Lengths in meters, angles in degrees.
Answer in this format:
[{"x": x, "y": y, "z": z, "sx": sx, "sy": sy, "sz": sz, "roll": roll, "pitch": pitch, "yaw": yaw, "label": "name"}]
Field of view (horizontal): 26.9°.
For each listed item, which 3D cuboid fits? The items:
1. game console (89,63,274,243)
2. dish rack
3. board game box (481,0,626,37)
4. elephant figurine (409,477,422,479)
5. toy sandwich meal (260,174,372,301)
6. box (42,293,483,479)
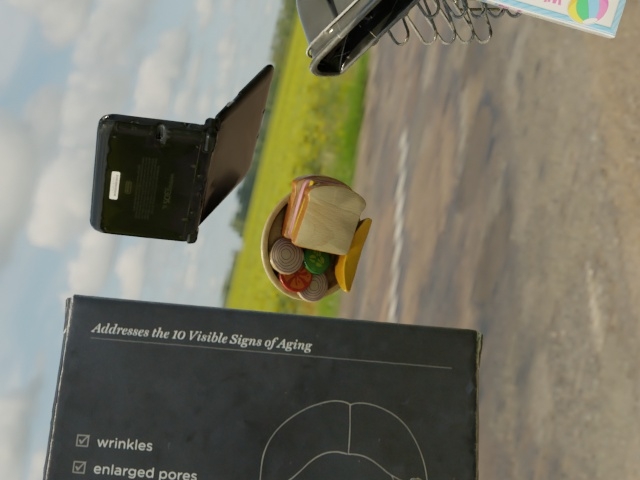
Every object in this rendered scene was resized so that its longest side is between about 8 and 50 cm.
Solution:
[{"x": -0.092, "y": -0.059, "z": 0.873, "sx": 0.122, "sy": 0.107, "sz": 0.071, "roll": 108, "pitch": 166, "yaw": -55, "label": "game console"}, {"x": 0.126, "y": -0.212, "z": 0.995, "sx": 0.208, "sy": 0.271, "sz": 0.074, "roll": -37, "pitch": 71, "yaw": 44, "label": "dish rack"}, {"x": 0.102, "y": -0.182, "z": 0.736, "sx": 0.026, "sy": 0.154, "sz": 0.103, "roll": -60, "pitch": -13, "yaw": -82, "label": "board game box"}, {"x": 0.131, "y": 0.211, "z": 0.500, "sx": 0.169, "sy": 0.239, "sz": 0.186, "roll": 62, "pitch": -143, "yaw": -39, "label": "elephant figurine"}, {"x": 0.000, "y": 0.000, "z": 0.874, "sx": 0.029, "sy": 0.086, "sz": 0.085, "roll": 16, "pitch": 94, "yaw": 59, "label": "toy sandwich meal"}, {"x": -0.075, "y": 0.343, "z": 1.530, "sx": 0.297, "sy": 0.480, "sz": 0.471, "roll": 104, "pitch": 171, "yaw": -67, "label": "box"}]
